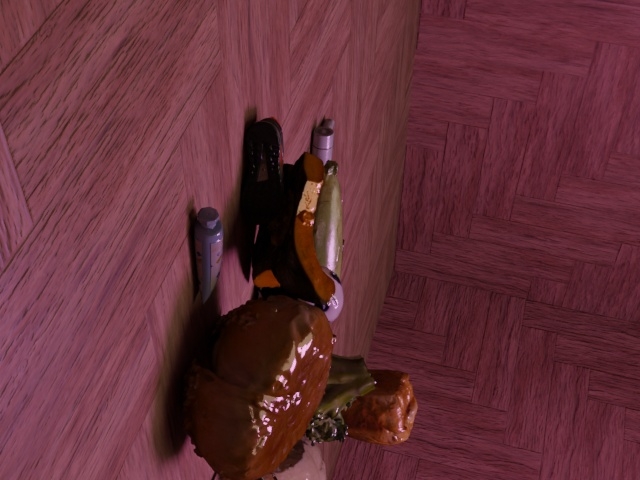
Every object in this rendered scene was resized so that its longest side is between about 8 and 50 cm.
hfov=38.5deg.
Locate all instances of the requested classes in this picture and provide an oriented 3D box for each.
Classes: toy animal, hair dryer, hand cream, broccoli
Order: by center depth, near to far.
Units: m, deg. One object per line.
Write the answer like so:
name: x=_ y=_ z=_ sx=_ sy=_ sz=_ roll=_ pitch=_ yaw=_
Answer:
hand cream: x=-0.167 y=0.020 z=1.383 sx=0.171 sy=0.043 sz=0.065 roll=94 pitch=12 yaw=-46
toy animal: x=-0.042 y=0.112 z=1.846 sx=0.166 sy=0.179 sz=0.138 roll=100 pitch=-7 yaw=-56
broccoli: x=0.000 y=0.300 z=2.010 sx=0.288 sy=0.245 sz=0.248 roll=65 pitch=12 yaw=-56
hair dryer: x=0.011 y=-0.236 z=2.090 sx=0.137 sy=0.047 sz=0.082 roll=-77 pitch=174 yaw=-53

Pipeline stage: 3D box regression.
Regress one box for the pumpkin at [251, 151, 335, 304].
pumpkin: x=-0.046 y=-0.024 z=1.629 sx=0.290 sy=0.095 sz=0.258 roll=179 pitch=-77 yaw=-68

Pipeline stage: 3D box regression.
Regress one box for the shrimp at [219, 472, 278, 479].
shrimp: x=-0.165 y=0.532 z=1.789 sx=0.253 sy=0.058 sz=0.173 roll=-22 pitch=101 yaw=-47

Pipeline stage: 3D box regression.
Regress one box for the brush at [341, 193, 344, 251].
brush: x=0.011 y=-0.020 z=2.164 sx=0.047 sy=0.103 sz=0.234 roll=-58 pitch=157 yaw=-69

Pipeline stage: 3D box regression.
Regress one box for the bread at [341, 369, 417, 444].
bread: x=0.057 y=0.396 z=2.222 sx=0.195 sy=0.343 sz=0.149 roll=-54 pitch=145 yaw=-63

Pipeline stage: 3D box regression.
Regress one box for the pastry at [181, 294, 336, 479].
pastry: x=-0.113 y=0.233 z=1.501 sx=0.284 sy=0.184 sz=0.316 roll=10 pitch=102 yaw=-67

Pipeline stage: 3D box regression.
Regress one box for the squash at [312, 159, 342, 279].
squash: x=-0.005 y=0.002 z=2.067 sx=0.118 sy=0.118 sz=0.371 roll=-57 pitch=155 yaw=-64

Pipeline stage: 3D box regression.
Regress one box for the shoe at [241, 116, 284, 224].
shoe: x=-0.092 y=-0.122 z=1.572 sx=0.077 sy=0.074 sz=0.195 roll=-71 pitch=167 yaw=-60

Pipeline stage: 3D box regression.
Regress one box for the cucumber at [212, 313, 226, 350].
cucumber: x=-0.167 y=0.181 z=1.594 sx=0.067 sy=0.035 sz=0.108 roll=-19 pitch=124 yaw=-56

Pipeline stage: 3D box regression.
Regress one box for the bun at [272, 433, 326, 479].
bun: x=-0.088 y=0.597 z=2.047 sx=0.364 sy=0.202 sz=0.364 roll=14 pitch=90 yaw=-80
